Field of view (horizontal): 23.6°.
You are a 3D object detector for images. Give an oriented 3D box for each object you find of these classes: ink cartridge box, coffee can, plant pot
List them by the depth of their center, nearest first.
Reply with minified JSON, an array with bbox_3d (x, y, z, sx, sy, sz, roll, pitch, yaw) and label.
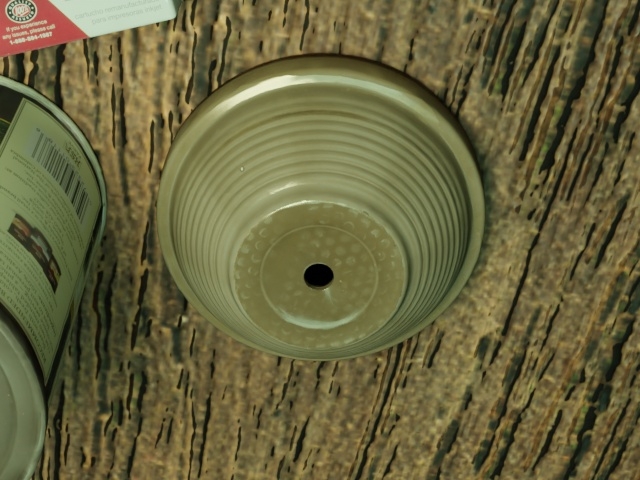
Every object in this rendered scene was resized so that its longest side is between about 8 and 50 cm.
[{"bbox_3d":[-0.171,-0.219,0.969,0.127,0.072,0.175,-12,118,8],"label":"ink cartridge box"},{"bbox_3d":[-0.255,0.032,0.992,0.201,0.275,0.201,0,118,1],"label":"coffee can"},{"bbox_3d":[0.000,0.000,1.067,0.237,0.110,0.237,0,120,0],"label":"plant pot"}]
